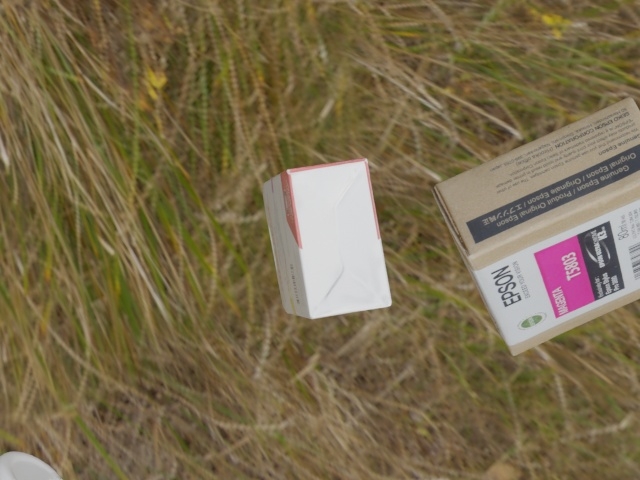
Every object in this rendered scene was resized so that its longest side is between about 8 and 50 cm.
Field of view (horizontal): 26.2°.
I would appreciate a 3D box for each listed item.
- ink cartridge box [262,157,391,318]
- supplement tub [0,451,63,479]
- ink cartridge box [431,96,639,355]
[{"bbox_3d":[0.000,0.000,1.113,0.067,0.198,0.115,-9,91,-9],"label":"ink cartridge box"},{"bbox_3d":[-0.253,0.226,1.081,0.071,0.071,0.107,33,104,-24],"label":"supplement tub"},{"bbox_3d":[0.228,-0.005,1.269,0.193,0.088,0.234,-26,149,5],"label":"ink cartridge box"}]
